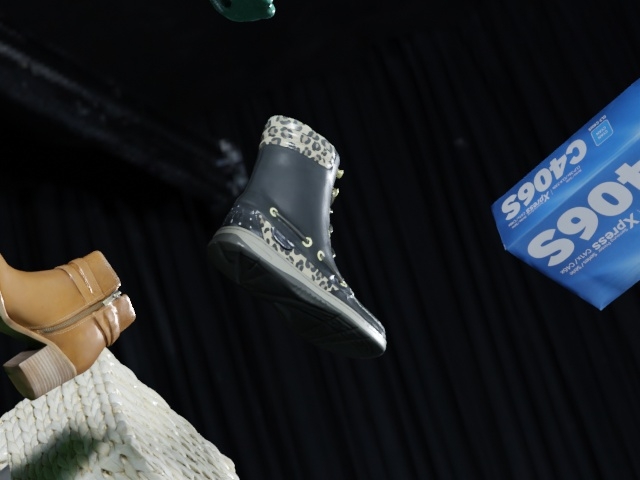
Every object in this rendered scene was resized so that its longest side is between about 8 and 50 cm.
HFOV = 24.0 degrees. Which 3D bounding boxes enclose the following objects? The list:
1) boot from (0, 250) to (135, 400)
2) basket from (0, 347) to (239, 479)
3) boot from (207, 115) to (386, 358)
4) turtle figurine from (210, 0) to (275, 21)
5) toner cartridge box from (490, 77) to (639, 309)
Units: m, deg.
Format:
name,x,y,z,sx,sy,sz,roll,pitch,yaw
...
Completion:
name,x,y,z,sx,sy,sz,roll,pitch,yaw
boot,-0.284,0.048,1.559,0.073,0.197,0.152,7,36,46
basket,-0.285,0.369,2.068,0.266,0.328,0.331,-42,-64,3
boot,0.001,-0.001,1.560,0.085,0.179,0.236,-17,-45,44
turtle figurine,-0.011,-0.250,0.953,0.234,0.175,0.118,-51,-6,-27
toner cartridge box,0.361,-0.084,1.574,0.165,0.075,0.348,29,-59,-33
